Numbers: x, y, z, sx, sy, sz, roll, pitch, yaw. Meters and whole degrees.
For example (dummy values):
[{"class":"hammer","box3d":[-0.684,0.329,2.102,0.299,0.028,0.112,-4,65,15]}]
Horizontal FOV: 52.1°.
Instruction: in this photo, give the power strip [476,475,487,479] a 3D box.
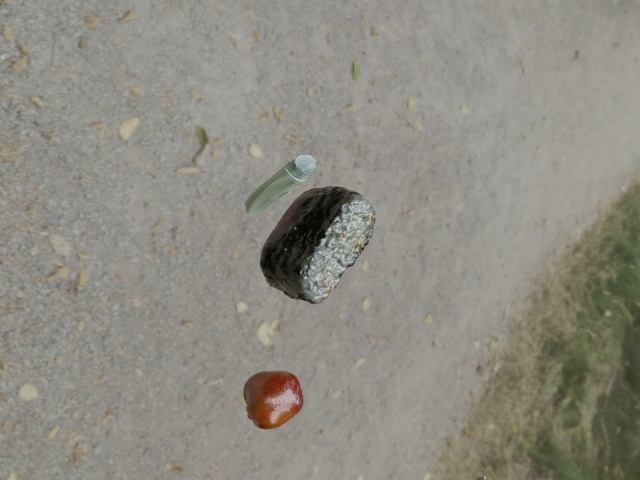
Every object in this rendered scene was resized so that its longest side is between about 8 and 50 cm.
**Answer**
[{"class":"power strip","box3d":[0.322,0.514,1.326,0.017,0.027,0.083,7,101,-39]}]

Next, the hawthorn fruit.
[{"class":"hawthorn fruit","box3d":[-0.104,0.365,1.513,0.133,0.138,0.132,-25,90,-85]}]

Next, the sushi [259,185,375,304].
[{"class":"sushi","box3d":[0.000,0.000,1.141,0.225,0.126,0.136,-57,148,-32]}]

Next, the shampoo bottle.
[{"class":"shampoo bottle","box3d":[-0.089,-0.118,1.412,0.072,0.212,0.049,-6,72,-39]}]
